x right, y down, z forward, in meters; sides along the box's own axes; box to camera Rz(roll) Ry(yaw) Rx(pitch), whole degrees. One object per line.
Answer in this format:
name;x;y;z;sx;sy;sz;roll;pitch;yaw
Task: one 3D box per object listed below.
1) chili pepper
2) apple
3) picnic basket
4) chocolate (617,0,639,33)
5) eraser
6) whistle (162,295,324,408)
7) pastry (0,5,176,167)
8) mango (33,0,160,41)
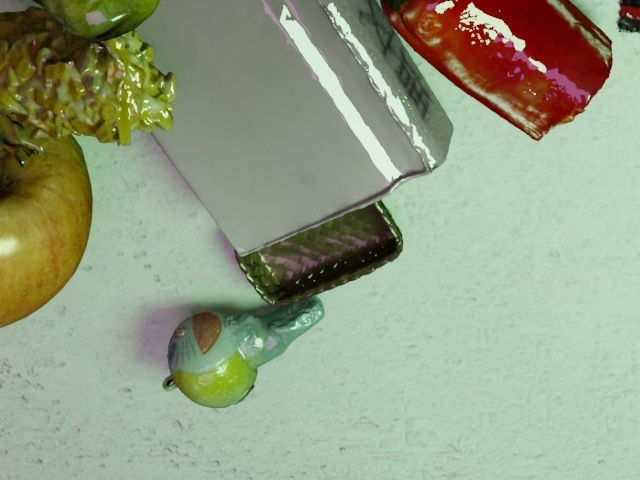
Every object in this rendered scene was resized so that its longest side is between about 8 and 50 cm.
chili pepper;0.131;-0.243;1.525;0.338;0.131;0.134;31;148;-15
apple;-0.410;-0.024;1.680;0.299;0.299;0.275;23;137;-5
picnic basket;0.000;0.000;1.756;0.193;0.055;0.110;-22;116;23
chocolate;0.397;-0.239;1.544;0.182;0.028;0.086;4;131;9
eraser;-0.065;-0.187;1.606;0.272;0.122;0.359;-24;115;26
whistle;-0.100;0.120;1.826;0.223;0.123;0.123;-30;114;11
pastry;-0.268;-0.160;1.545;0.250;0.102;0.154;7;132;34
mango;-0.254;-0.315;1.448;0.176;0.329;0.175;-56;143;2
